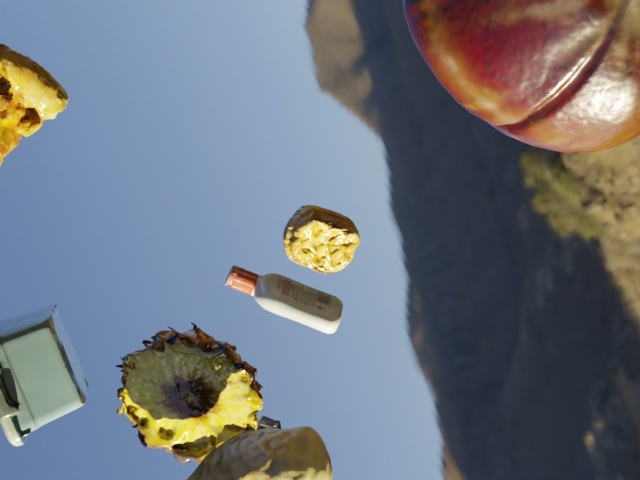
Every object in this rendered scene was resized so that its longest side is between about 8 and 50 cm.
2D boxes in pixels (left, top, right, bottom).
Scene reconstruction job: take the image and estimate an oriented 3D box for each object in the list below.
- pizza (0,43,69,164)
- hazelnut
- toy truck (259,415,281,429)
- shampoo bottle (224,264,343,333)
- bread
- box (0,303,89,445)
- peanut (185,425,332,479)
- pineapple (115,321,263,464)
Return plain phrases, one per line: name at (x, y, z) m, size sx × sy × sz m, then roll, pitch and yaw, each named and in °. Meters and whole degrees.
pizza at (-0.400, -0.097, 1.330) m, size 0.086 × 0.335 × 0.226 m, roll 19°, pitch 110°, yaw 50°
hazelnut at (0.190, -0.176, 1.072) m, size 0.229 × 0.229 × 0.229 m, roll -21°, pitch -90°, yaw -80°
toy truck at (-0.080, 0.370, 2.120) m, size 0.083 × 0.092 × 0.192 m, roll 66°, pitch -166°, yaw -88°
shampoo bottle at (-0.068, 0.103, 2.530) m, size 0.220 × 0.051 × 0.108 m, roll 21°, pitch -153°, yaw -6°
bread at (0.000, 0.000, 1.803) m, size 0.110 × 0.083 × 0.044 m, roll 20°, pitch -166°, yaw -36°
box at (-0.402, 0.176, 1.878) m, size 0.227 × 0.130 × 0.162 m, roll -148°, pitch 37°, yaw -82°
peanut at (-0.110, 0.330, 1.682) m, size 0.149 × 0.313 × 0.149 m, roll 41°, pitch -159°, yaw -20°
pineapple at (-0.169, 0.198, 1.814) m, size 0.225 × 0.224 × 0.076 m, roll 65°, pitch -160°, yaw -20°
